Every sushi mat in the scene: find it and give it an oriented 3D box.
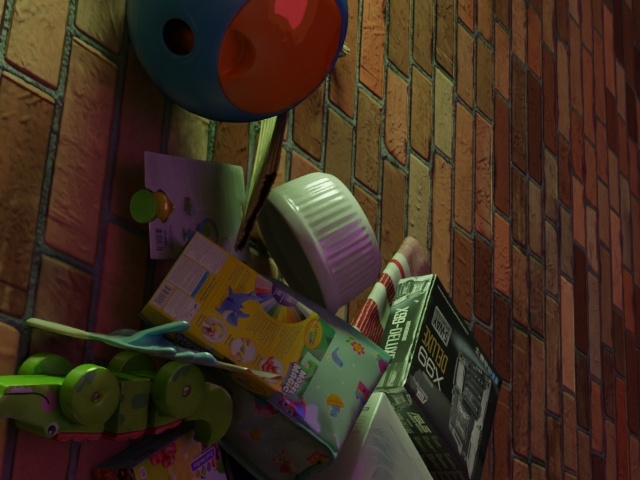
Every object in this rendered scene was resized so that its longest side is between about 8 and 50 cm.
[{"bbox_3d":[-0.073,-0.131,1.672,0.019,0.151,0.316,18,38,-9],"label":"sushi mat"}]

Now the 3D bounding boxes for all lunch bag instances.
[{"bbox_3d":[-0.071,0.177,1.614,0.262,0.160,0.223,38,41,-3],"label":"lunch bag"}]

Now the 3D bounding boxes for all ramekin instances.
[{"bbox_3d":[0.000,0.000,1.720,0.109,0.207,0.207,-29,113,-14],"label":"ramekin"}]

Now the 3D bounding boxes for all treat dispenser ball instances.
[{"bbox_3d":[-0.108,-0.297,1.556,0.288,0.288,0.288,23,62,-55],"label":"treat dispenser ball"}]

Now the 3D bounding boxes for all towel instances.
[{"bbox_3d":[0.146,0.173,2.111,0.329,0.037,0.237,-53,126,-51],"label":"towel"}]

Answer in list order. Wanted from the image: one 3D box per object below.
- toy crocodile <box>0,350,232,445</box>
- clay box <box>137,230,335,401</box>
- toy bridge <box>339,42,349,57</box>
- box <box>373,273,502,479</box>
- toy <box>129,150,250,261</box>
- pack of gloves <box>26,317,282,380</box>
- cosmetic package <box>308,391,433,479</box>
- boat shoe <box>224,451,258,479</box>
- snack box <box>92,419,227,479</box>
[{"bbox_3d":[-0.239,0.184,1.353,0.340,0.115,0.105,6,90,-50],"label":"toy crocodile"},{"bbox_3d":[-0.101,0.103,1.494,0.222,0.053,0.127,36,55,-8],"label":"clay box"},{"bbox_3d":[-0.001,-0.340,1.972,0.188,0.063,0.026,16,68,-57],"label":"toy bridge"},{"bbox_3d":[0.204,0.249,2.075,0.307,0.076,0.242,55,39,-35],"label":"box"},{"bbox_3d":[-0.177,-0.039,1.596,0.237,0.056,0.137,5,79,-65],"label":"toy"},{"bbox_3d":[-0.183,0.109,1.371,0.195,0.232,0.046,20,81,-59],"label":"pack of gloves"},{"bbox_3d":[0.052,0.387,1.794,0.224,0.138,0.225,61,37,-30],"label":"cosmetic package"},{"bbox_3d":[-0.100,0.335,1.620,0.066,0.066,0.183,102,-10,-46],"label":"boat shoe"},{"bbox_3d":[-0.180,0.345,1.475,0.174,0.070,0.207,-26,106,-59],"label":"snack box"}]
